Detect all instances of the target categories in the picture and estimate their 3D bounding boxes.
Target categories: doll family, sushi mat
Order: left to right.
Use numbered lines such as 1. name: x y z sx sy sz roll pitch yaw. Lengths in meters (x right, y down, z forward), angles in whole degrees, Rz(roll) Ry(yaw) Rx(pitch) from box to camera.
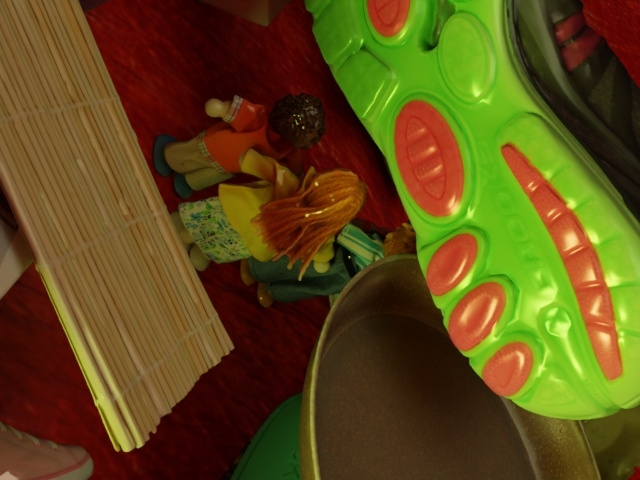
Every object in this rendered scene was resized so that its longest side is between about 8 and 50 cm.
1. sushi mat: -0.127 -0.065 0.488 0.151 0.019 0.316 -50 120 -71
2. doll family: 0.000 0.000 0.748 0.263 0.163 0.118 39 48 -43

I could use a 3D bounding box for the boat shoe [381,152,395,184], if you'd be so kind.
1. boat shoe: 0.082 -0.169 0.940 0.098 0.109 0.302 -39 136 -47

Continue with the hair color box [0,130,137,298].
1. hair color box: -0.208 -0.047 0.426 0.185 0.110 0.339 63 16 -20

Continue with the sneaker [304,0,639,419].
1. sneaker: 0.127 -0.111 0.727 0.202 0.185 0.482 5 68 -58

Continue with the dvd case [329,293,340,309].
1. dvd case: 0.047 0.067 0.932 0.119 0.013 0.087 8 71 -56

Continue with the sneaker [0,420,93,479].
1. sneaker: -0.179 0.107 0.541 0.134 0.051 0.070 0 83 -52

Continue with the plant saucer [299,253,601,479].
1. plant saucer: 0.089 0.160 0.652 0.311 0.050 0.310 30 46 -36

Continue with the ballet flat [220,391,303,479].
1. ballet flat: -0.059 0.274 0.585 0.483 0.164 0.182 -43 134 -55

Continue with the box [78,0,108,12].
1. box: -0.155 -0.266 0.573 0.243 0.214 0.117 57 37 -28

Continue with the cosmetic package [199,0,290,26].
1. cosmetic package: -0.007 -0.390 0.723 0.284 0.097 0.377 -52 157 -32

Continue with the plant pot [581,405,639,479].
1. plant pot: 0.243 0.157 0.910 0.305 0.334 0.333 37 45 -75
